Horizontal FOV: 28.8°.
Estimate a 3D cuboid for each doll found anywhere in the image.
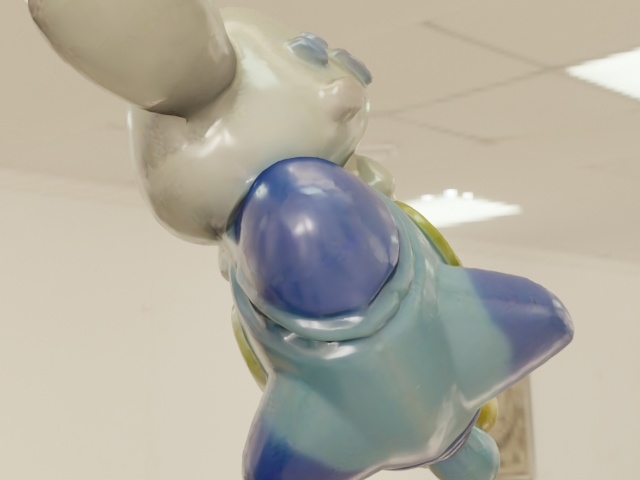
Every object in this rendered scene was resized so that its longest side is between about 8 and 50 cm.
[{"bbox_3d":[0.007,-0.004,0.701,0.187,0.365,0.376,-32,-4,28],"label":"doll"}]
